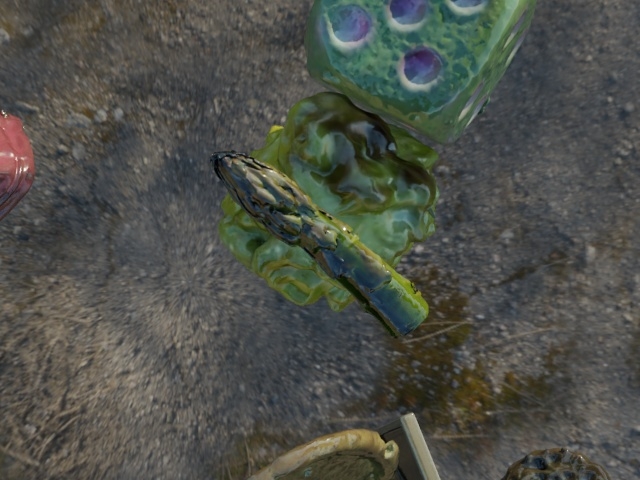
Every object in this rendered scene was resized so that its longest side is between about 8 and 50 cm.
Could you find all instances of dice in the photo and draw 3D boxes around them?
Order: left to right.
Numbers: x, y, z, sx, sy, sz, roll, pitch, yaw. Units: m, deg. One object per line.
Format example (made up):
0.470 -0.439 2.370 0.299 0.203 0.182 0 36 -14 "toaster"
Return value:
0.173 -0.370 1.471 0.318 0.322 0.330 33 100 12 "dice"

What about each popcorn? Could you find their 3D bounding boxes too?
0.012 -0.043 1.204 0.312 0.312 0.312 0 87 -9 "popcorn"

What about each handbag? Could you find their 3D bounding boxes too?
-0.545 -0.134 1.292 0.146 0.225 0.135 -44 136 8 "handbag"

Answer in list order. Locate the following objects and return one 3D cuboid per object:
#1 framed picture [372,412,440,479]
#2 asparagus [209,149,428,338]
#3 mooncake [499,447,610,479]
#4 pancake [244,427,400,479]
0.125 0.331 0.925 0.018 0.192 0.265 -19 77 -14 "framed picture"
0.000 0.000 0.477 0.165 0.036 0.030 39 42 -21 "asparagus"
0.400 0.460 1.384 0.228 0.124 0.228 -9 54 13 "mooncake"
-0.024 0.196 0.570 0.199 0.199 0.021 -32 57 -9 "pancake"
